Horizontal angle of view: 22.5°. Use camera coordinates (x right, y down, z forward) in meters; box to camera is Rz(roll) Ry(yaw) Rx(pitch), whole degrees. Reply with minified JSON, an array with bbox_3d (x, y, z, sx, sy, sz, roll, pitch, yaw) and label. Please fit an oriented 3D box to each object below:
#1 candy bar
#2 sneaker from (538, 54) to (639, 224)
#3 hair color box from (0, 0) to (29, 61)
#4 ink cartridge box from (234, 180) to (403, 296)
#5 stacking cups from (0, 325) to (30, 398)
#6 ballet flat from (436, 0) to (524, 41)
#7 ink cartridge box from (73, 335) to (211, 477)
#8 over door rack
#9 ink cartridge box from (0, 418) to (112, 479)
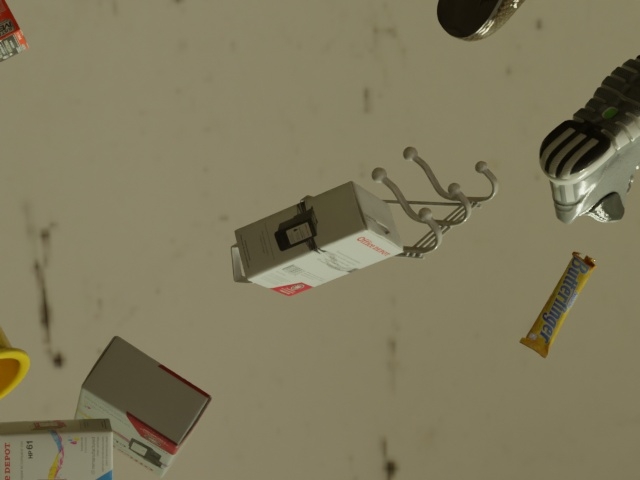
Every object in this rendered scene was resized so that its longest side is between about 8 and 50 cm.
[{"bbox_3d":[0.315,0.082,2.127,0.040,0.018,0.161,29,-112,10],"label":"candy bar"},{"bbox_3d":[0.313,-0.096,1.655,0.229,0.132,0.086,-35,-132,-21],"label":"sneaker"},{"bbox_3d":[-0.384,-0.277,1.820,0.043,0.141,0.072,-28,173,-7],"label":"hair color box"},{"bbox_3d":[0.000,0.000,1.766,0.150,0.063,0.109,-23,159,19],"label":"ink cartridge box"},{"bbox_3d":[-0.306,-0.028,1.094,0.096,0.096,0.316,-19,-110,-34],"label":"stacking cups"},{"bbox_3d":[0.200,-0.275,1.436,0.084,0.250,0.058,48,-159,21],"label":"ballet flat"},{"bbox_3d":[-0.202,0.190,1.805,0.127,0.175,0.072,32,-113,1],"label":"ink cartridge box"},{"bbox_3d":[0.054,-0.043,2.225,0.324,0.108,0.239,-9,-166,30],"label":"over door rack"},{"bbox_3d":[-0.278,0.234,1.672,0.122,0.088,0.052,-1,-170,-10],"label":"ink cartridge box"}]
